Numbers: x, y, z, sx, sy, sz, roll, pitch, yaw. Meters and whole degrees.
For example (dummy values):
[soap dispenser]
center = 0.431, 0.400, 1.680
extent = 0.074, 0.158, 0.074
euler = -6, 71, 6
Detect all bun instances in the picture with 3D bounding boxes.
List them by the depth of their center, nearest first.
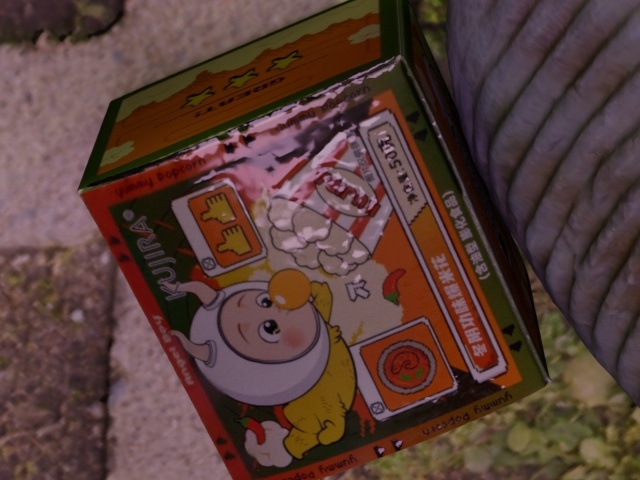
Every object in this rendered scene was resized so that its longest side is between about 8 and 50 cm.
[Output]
[bun]
center = 0.223, -0.048, 0.866
extent = 0.211, 0.362, 0.361
euler = -28, 115, -26

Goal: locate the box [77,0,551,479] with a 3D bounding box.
[box]
center = 0.000, 0.000, 0.969
extent = 0.178, 0.148, 0.195
euler = -21, 111, 11
